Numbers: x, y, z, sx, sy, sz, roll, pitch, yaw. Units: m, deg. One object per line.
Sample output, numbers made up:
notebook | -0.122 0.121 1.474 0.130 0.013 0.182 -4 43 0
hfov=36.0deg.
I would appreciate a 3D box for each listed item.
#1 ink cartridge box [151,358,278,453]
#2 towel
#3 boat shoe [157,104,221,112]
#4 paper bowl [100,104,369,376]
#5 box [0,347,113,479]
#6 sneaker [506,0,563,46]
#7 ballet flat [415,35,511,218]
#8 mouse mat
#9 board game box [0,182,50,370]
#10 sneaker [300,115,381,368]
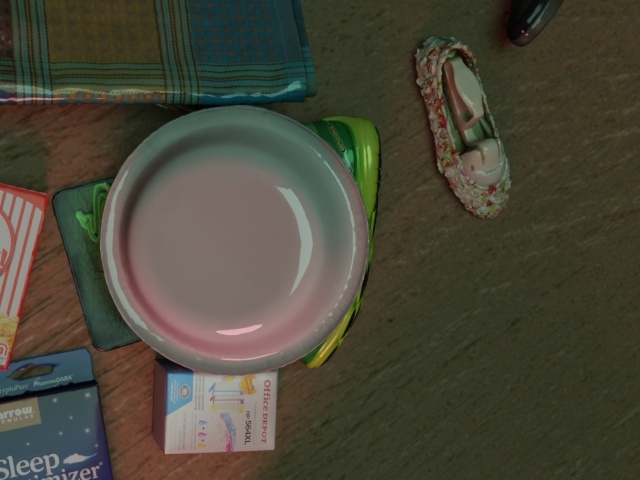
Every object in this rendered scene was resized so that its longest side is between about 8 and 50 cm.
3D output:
ink cartridge box | -0.112 0.185 1.116 0.143 0.090 0.092 2 91 -18
towel | -0.194 -0.268 1.045 0.370 0.040 0.272 -3 72 -22
boat shoe | -0.184 -0.179 1.109 0.153 0.048 0.056 16 74 -25
paper bowl | -0.090 0.001 1.034 0.284 0.148 0.285 0 93 3
box | -0.301 0.241 1.083 0.136 0.036 0.225 -10 94 -18
sneaker | 0.254 -0.358 1.227 0.130 0.087 0.228 25 81 -16
ballet flat | 0.181 -0.137 1.212 0.091 0.077 0.241 -27 101 -17
mouse mat | -0.207 0.019 1.122 0.152 0.007 0.190 -17 96 -17
board game box | -0.381 0.027 1.041 0.146 0.045 0.194 13 87 -18
sneaker | 0.000 0.000 1.156 0.123 0.109 0.296 8 93 7
